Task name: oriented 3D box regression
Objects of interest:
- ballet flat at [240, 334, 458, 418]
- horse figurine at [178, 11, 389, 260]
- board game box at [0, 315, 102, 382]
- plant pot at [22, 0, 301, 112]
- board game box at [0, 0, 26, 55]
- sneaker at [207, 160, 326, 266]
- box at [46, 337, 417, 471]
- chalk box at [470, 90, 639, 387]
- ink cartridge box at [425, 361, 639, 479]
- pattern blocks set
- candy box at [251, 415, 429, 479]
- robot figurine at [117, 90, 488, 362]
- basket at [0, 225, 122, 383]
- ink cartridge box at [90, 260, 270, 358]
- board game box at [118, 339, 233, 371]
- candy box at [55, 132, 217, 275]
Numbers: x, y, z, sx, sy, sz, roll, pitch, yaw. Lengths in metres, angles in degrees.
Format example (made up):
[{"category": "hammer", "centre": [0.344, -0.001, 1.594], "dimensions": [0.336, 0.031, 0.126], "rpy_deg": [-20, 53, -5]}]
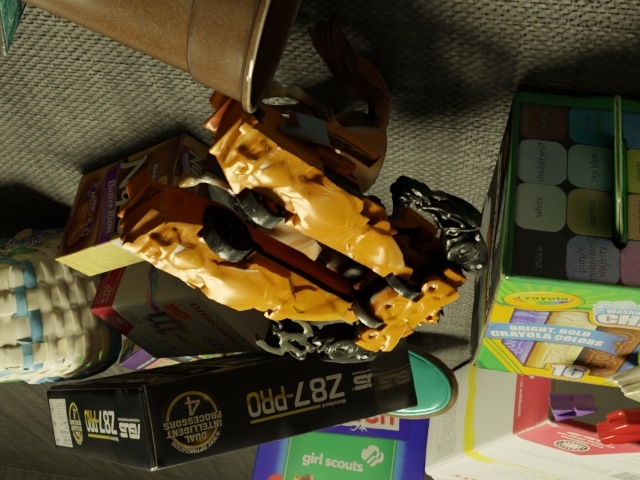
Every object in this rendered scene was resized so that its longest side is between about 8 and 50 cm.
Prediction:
[{"category": "ballet flat", "centre": [0.047, 0.199, 1.349], "dimensions": [0.343, 0.116, 0.124], "rpy_deg": [1, 175, 20]}, {"category": "horse figurine", "centre": [-0.019, -0.058, 0.765], "dimensions": [0.175, 0.066, 0.263], "rpy_deg": [14, 126, -37]}, {"category": "board game box", "centre": [-0.569, 0.192, 1.612], "dimensions": [0.317, 0.046, 0.213], "rpy_deg": [-12, 147, 37]}, {"category": "plant pot", "centre": [-0.095, -0.185, 0.563], "dimensions": [0.165, 0.166, 0.167], "rpy_deg": [18, 154, 1]}, {"category": "board game box", "centre": [-0.193, -0.218, 0.551], "dimensions": [0.026, 0.126, 0.186], "rpy_deg": [14, 153, -8]}, {"category": "sneaker", "centre": [-0.040, 0.003, 0.981], "dimensions": [0.130, 0.109, 0.286], "rpy_deg": [2, 151, 39]}, {"category": "box", "centre": [-0.126, 0.189, 1.088], "dimensions": [0.318, 0.097, 0.395], "rpy_deg": [-8, 175, -31]}, {"category": "chalk box", "centre": [0.237, -0.006, 0.766], "dimensions": [0.179, 0.180, 0.289], "rpy_deg": [7, 155, 5]}, {"category": "ink cartridge box", "centre": [0.352, 0.260, 1.285], "dimensions": [0.279, 0.160, 0.384], "rpy_deg": [16, 153, -12]}, {"category": "pattern blocks set", "centre": [0.354, 0.114, 0.758], "dimensions": [0.325, 0.026, 0.285], "rpy_deg": [-19, 149, 30]}, {"category": "candy box", "centre": [0.030, 0.362, 1.432], "dimensions": [0.268, 0.317, 0.122], "rpy_deg": [10, 153, -1]}, {"category": "robot figurine", "centre": [0.000, 0.000, 0.721], "dimensions": [0.211, 0.085, 0.291], "rpy_deg": [-41, 132, 24]}, {"category": "basket", "centre": [-0.343, 0.083, 1.165], "dimensions": [0.255, 0.200, 0.289], "rpy_deg": [-9, 176, 27]}, {"category": "ink cartridge box", "centre": [-0.154, 0.055, 1.078], "dimensions": [0.176, 0.127, 0.128], "rpy_deg": [-10, 139, 34]}, {"category": "board game box", "centre": [-0.240, 0.191, 1.488], "dimensions": [0.141, 0.048, 0.170], "rpy_deg": [20, 152, -22]}, {"category": "candy box", "centre": [-0.196, -0.034, 0.946], "dimensions": [0.187, 0.109, 0.053], "rpy_deg": [-14, 145, 39]}]
